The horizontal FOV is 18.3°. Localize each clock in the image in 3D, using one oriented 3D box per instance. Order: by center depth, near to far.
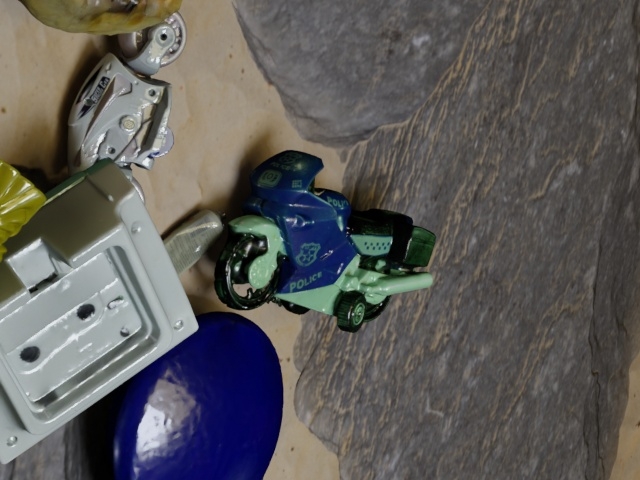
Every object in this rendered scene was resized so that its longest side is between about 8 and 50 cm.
[{"bbox_3d":[-0.260,0.083,2.005,0.262,0.116,0.231,-34,131,-15],"label":"clock"}]

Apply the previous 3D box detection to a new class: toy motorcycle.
[{"bbox_3d":[-0.210,-0.130,2.078,0.112,0.112,0.254,7,98,-52],"label":"toy motorcycle"},{"bbox_3d":[0.000,0.000,2.349,0.331,0.125,0.196,9,96,-51],"label":"toy motorcycle"}]

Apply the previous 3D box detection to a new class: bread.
[{"bbox_3d":[-0.226,-0.311,1.954,0.244,0.134,0.244,-22,121,-42],"label":"bread"}]

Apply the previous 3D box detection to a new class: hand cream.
[{"bbox_3d":[-0.167,0.019,2.230,0.165,0.037,0.057,-41,132,-25],"label":"hand cream"}]

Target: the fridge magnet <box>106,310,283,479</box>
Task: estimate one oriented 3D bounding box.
[{"bbox_3d":[-0.142,0.207,2.253,0.265,0.112,0.265,-22,120,-46],"label":"fridge magnet"}]

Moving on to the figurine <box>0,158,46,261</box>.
[{"bbox_3d":[-0.404,0.055,1.838,0.168,0.187,0.315,37,77,-32],"label":"figurine"}]
